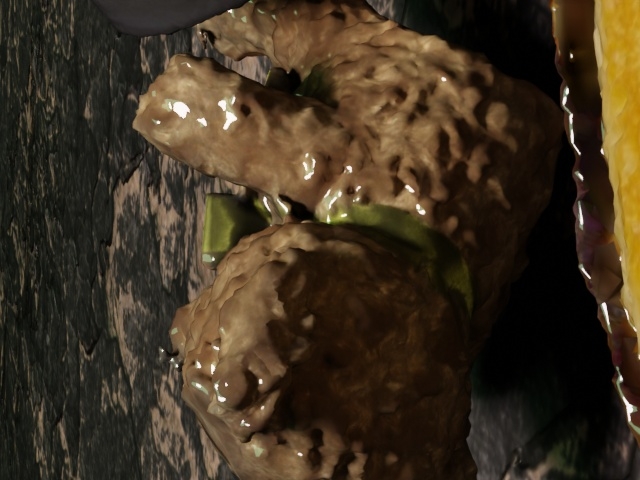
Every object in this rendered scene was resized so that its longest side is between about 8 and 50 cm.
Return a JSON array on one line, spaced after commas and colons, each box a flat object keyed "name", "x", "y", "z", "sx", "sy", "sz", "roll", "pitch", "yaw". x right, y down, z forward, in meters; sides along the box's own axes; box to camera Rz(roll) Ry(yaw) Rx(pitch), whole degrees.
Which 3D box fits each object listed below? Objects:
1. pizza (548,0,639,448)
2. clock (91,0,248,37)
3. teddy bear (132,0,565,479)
[{"name": "pizza", "x": 0.158, "y": -0.158, "z": 0.563, "sx": 0.435, "sy": 0.080, "sz": 0.392, "roll": 116, "pitch": 146, "yaw": -50}, {"name": "clock", "x": -0.033, "y": -0.161, "z": 0.806, "sx": 0.040, "sy": 0.184, "sz": 0.184, "roll": 57, "pitch": 173, "yaw": -26}, {"name": "teddy bear", "x": -0.007, "y": -0.002, "z": 0.822, "sx": 0.296, "sy": 0.222, "sz": 0.246, "roll": 31, "pitch": 159, "yaw": 50}]
